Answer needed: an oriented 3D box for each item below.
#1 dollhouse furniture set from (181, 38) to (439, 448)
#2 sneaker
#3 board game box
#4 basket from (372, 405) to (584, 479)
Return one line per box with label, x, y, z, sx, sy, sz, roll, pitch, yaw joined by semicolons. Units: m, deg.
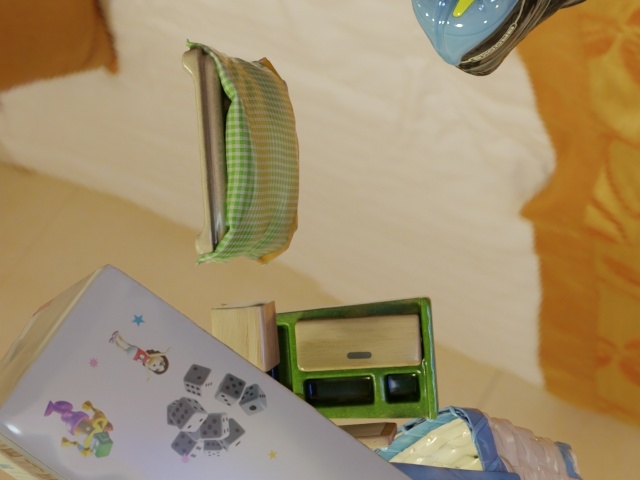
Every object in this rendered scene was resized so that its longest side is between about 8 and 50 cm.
dollhouse furniture set;0.000;0.000;1.060;0.151;0.301;0.197;-4;-178;8
sneaker;0.105;-0.154;0.631;0.067;0.188;0.078;31;167;23
board game box;-0.034;0.146;0.732;0.303;0.097;0.224;37;163;-11
basket;0.082;0.264;1.248;0.289;0.201;0.255;5;148;-37
